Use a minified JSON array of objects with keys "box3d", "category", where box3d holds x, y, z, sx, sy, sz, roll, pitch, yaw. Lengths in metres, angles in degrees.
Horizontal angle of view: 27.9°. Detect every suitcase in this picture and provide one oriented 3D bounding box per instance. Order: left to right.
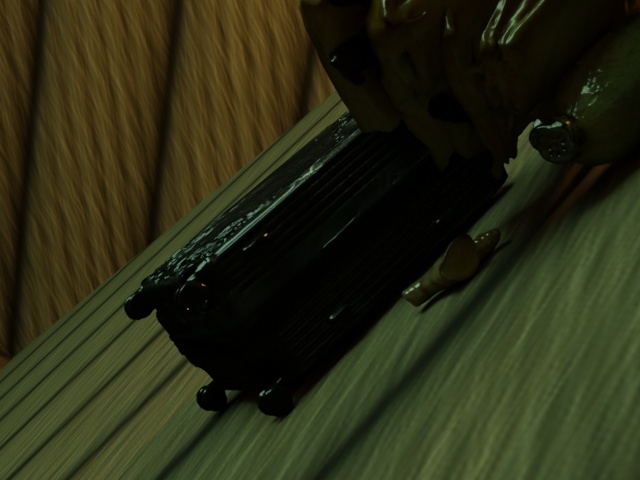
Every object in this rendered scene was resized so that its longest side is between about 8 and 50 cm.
[{"box3d":[-0.004,0.005,1.242,0.335,0.152,0.230,-41,10,-19],"category":"suitcase"}]

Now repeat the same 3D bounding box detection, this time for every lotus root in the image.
[{"box3d":[0.231,-0.111,1.007,0.183,0.077,0.090,-42,-35,-34],"category":"lotus root"}]

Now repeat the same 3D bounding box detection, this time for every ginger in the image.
[{"box3d":[0.109,0.023,1.051,0.097,0.030,0.048,-37,-18,9],"category":"ginger"}]

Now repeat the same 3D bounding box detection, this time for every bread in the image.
[{"box3d":[0.166,-0.205,1.092,0.192,0.370,0.314,14,72,35],"category":"bread"}]
